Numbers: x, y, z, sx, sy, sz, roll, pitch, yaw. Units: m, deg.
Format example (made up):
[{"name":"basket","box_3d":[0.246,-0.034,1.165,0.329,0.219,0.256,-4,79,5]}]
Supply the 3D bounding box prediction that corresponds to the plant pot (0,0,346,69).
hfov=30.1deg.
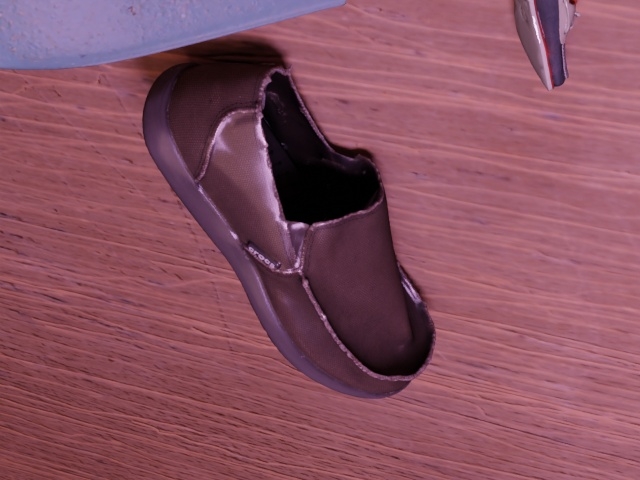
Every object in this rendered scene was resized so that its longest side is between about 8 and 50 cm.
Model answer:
[{"name":"plant pot","box_3d":[-0.163,-0.235,0.625,0.252,0.248,0.247,-23,135,-8]}]

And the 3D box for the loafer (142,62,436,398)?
[{"name":"loafer","box_3d":[0.000,0.000,0.995,0.130,0.134,0.366,-12,130,39]}]

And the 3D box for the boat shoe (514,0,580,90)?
[{"name":"boat shoe","box_3d":[0.153,-0.159,0.796,0.043,0.049,0.137,-25,132,-2]}]
